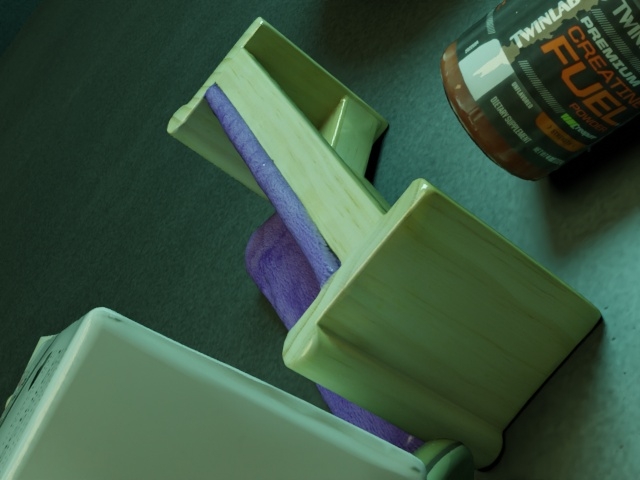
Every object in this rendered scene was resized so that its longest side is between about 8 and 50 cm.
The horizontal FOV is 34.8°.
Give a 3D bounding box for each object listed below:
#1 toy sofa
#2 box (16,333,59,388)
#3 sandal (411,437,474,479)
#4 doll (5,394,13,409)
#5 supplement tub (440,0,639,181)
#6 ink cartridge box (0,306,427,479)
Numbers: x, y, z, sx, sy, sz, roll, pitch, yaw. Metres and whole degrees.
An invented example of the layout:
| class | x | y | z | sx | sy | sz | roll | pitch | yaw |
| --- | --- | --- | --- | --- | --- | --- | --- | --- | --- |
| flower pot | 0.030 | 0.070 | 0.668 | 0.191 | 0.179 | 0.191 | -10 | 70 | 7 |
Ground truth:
| class | x | y | z | sx | sy | sz | roll | pitch | yaw |
| --- | --- | --- | --- | --- | --- | --- | --- | --- | --- |
| toy sofa | 0.000 | 0.000 | 0.684 | 0.177 | 0.150 | 0.362 | -50 | 31 | 10 |
| box | -0.226 | 0.221 | 0.845 | 0.094 | 0.113 | 0.275 | -13 | 50 | 52 |
| sandal | 0.053 | 0.231 | 0.451 | 0.086 | 0.120 | 0.303 | 2 | 46 | 10 |
| doll | -0.283 | 0.190 | 1.022 | 0.129 | 0.046 | 0.189 | -60 | 30 | -7 |
| supplement tub | 0.173 | -0.127 | 0.595 | 0.198 | 0.106 | 0.106 | -37 | 35 | 32 |
| ink cartridge box | -0.135 | 0.206 | 0.559 | 0.286 | 0.166 | 0.395 | -65 | 12 | -14 |
